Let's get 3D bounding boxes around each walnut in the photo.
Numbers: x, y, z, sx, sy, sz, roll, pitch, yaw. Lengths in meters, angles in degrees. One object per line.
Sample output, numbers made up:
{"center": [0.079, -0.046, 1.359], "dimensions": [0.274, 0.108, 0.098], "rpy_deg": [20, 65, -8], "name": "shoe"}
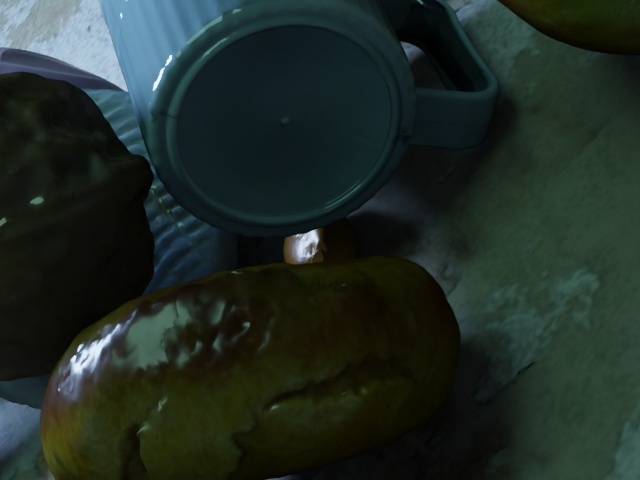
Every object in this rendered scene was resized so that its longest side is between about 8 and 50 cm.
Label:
{"center": [-0.257, -0.016, 1.528], "dimensions": [0.227, 0.273, 0.273], "rpy_deg": [-49, 30, 23], "name": "walnut"}

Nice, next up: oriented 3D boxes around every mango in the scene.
{"center": [0.000, 0.000, 1.685], "dimensions": [0.080, 0.060, 0.114], "rpy_deg": [-47, 31, 34], "name": "mango"}

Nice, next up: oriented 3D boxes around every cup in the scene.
{"center": [-0.037, -0.164, 1.666], "dimensions": [0.257, 0.331, 0.311], "rpy_deg": [-47, 31, 18], "name": "cup"}

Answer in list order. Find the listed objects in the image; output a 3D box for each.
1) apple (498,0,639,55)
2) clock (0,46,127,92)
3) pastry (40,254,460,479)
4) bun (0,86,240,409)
{"center": [0.255, -0.351, 1.441], "dimensions": [0.400, 0.400, 0.333], "rpy_deg": [-44, 29, 9], "name": "apple"}
{"center": [-0.313, -0.066, 1.950], "dimensions": [0.080, 0.290, 0.275], "rpy_deg": [29, 110, 45], "name": "clock"}
{"center": [-0.054, 0.116, 1.432], "dimensions": [0.356, 0.356, 0.164], "rpy_deg": [-22, 78, 36], "name": "pastry"}
{"center": [-0.238, 0.016, 1.772], "dimensions": [0.354, 0.194, 0.354], "rpy_deg": [0, 63, 0], "name": "bun"}
